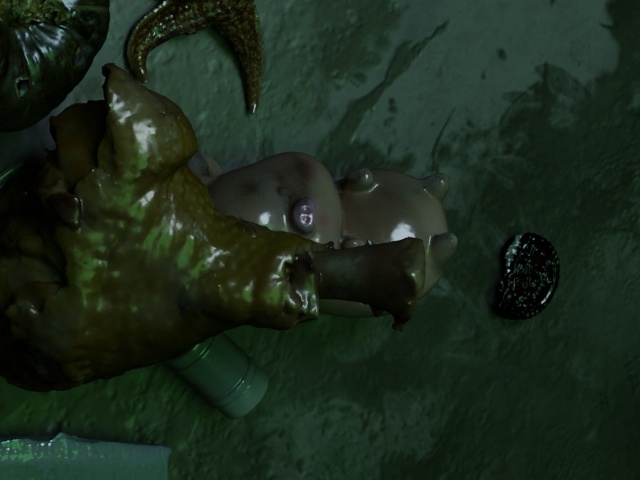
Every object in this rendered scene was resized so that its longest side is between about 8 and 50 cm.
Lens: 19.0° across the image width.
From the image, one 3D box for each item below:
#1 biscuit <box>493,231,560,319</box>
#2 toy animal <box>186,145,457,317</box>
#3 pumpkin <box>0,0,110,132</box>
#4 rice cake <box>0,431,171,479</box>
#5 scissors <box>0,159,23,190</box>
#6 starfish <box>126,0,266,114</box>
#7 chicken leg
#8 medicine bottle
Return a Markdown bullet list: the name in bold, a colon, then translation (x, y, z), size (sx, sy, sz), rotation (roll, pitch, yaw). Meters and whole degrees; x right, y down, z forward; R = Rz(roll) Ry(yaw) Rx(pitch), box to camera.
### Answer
- **biscuit**: translation (0.208, 0.038, 1.965), size (0.089, 0.027, 0.087), rotation (-33, 112, -20)
- **toy animal**: translation (-0.003, -0.006, 1.778), size (0.250, 0.154, 0.166), rotation (6, 57, -18)
- **pumpkin**: translation (-0.282, -0.196, 1.599), size (0.224, 0.157, 0.223), rotation (-3, 95, -39)
- **rice cake**: translation (-0.251, 0.233, 1.740), size (0.237, 0.043, 0.127), rotation (4, 94, -29)
- **scissors**: translation (-0.306, -0.029, 1.689), size (0.119, 0.014, 0.058), rotation (-43, 118, -13)
- **starfish**: translation (-0.093, -0.227, 1.753), size (0.213, 0.057, 0.238), rotation (-35, 111, -12)
- **chicken leg**: translation (-0.116, -0.007, 1.611), size (0.409, 0.182, 0.295), rotation (2, 111, 10)
- **medicine bottle**: translation (-0.098, 0.119, 1.795), size (0.091, 0.058, 0.058), rotation (45, 76, -25)
